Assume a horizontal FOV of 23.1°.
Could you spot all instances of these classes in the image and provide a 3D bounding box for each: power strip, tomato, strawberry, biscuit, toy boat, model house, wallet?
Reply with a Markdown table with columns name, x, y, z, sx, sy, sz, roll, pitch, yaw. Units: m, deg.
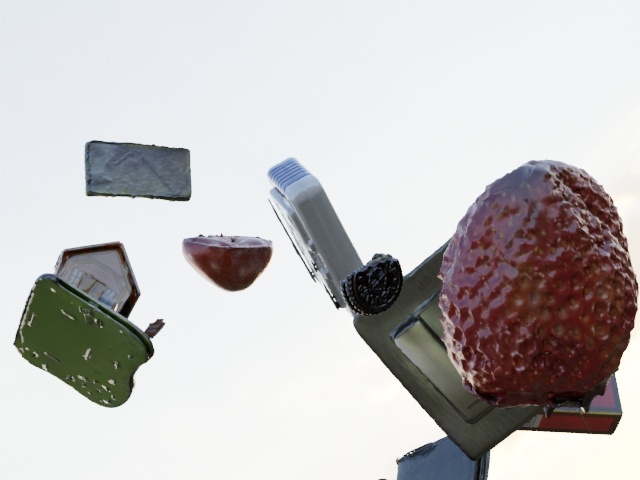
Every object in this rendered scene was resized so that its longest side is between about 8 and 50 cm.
| name | x | y | z | sx | sy | sz | roll | pitch | yaw |
| --- | --- | --- | --- | --- | --- | --- | --- | --- | --- |
| power strip | 0.212 | 0.121 | 2.057 | 0.251 | 0.257 | 0.092 | -40 | 5 | 14 |
| tomato | -0.158 | 0.039 | 2.620 | 0.159 | 0.139 | 0.091 | 2 | -83 | -34 |
| strawberry | 0.247 | 0.045 | 1.825 | 0.238 | 0.250 | 0.288 | -13 | -52 | 7 |
| biscuit | 0.064 | 0.052 | 1.957 | 0.089 | 0.027 | 0.087 | 27 | -104 | -36 |
| toy boat | -0.194 | -0.073 | 1.661 | 0.115 | 0.063 | 0.016 | 4 | -21 | -22 |
| model house | -0.336 | 0.113 | 2.406 | 0.154 | 0.207 | 0.294 | -60 | 3 | -33 |
| wallet | 0.151 | 0.396 | 2.109 | 0.169 | 0.317 | 0.044 | -31 | -60 | 33 |

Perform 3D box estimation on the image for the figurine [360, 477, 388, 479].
| name | x | y | z | sx | sy | sz | roll | pitch | yaw |
| --- | --- | --- | --- | --- | --- | --- | --- | --- | --- |
| figurine | 0.084 | 0.429 | 2.392 | 0.077 | 0.136 | 0.079 | -15 | -23 | -10 |

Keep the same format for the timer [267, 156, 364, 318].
| name | x | y | z | sx | sy | sz | roll | pitch | yaw |
| --- | --- | --- | --- | --- | --- | --- | --- | --- | --- |
| timer | 0.000 | 0.000 | 2.469 | 0.078 | 0.253 | 0.178 | -30 | 21 | -4 |

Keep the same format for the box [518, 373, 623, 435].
| name | x | y | z | sx | sy | sz | roll | pitch | yaw |
| --- | --- | --- | --- | --- | --- | --- | --- | --- | --- |
| box | 0.347 | 0.226 | 2.482 | 0.240 | 0.153 | 0.074 | 4 | -45 | -7 |
